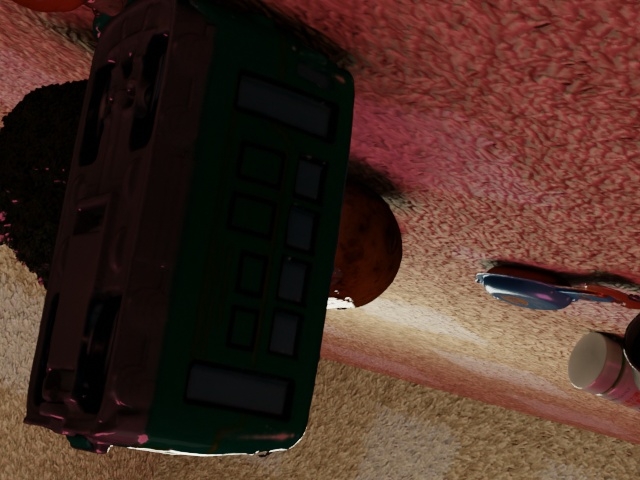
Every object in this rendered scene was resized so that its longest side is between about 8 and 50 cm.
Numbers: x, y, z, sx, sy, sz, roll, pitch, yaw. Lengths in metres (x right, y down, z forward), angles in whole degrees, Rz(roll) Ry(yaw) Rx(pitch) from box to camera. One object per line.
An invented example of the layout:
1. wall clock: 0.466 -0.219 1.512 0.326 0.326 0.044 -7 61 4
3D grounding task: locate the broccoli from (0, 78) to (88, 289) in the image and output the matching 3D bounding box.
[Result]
1. broccoli: -0.180 -0.015 1.219 0.297 0.297 0.297 21 138 -17

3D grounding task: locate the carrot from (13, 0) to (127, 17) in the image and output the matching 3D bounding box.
1. carrot: -0.267 -0.229 0.853 0.336 0.069 0.069 27 168 -30

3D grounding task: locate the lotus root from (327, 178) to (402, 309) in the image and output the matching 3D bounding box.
1. lotus root: 0.000 0.000 1.409 0.169 0.141 0.314 -1 171 9

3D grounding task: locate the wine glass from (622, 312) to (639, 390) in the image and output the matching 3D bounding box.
1. wine glass: 0.431 0.152 1.628 0.103 0.103 0.231 13 166 26

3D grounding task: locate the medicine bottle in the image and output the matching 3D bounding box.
1. medicine bottle: 0.452 0.199 1.905 0.183 0.086 0.086 21 170 -24

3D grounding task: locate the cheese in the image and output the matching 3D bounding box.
1. cheese: 0.279 0.059 1.574 0.106 0.037 0.256 23 168 -34

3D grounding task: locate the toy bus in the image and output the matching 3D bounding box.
1. toy bus: -0.089 -0.005 1.002 0.199 0.343 0.183 14 171 -29
